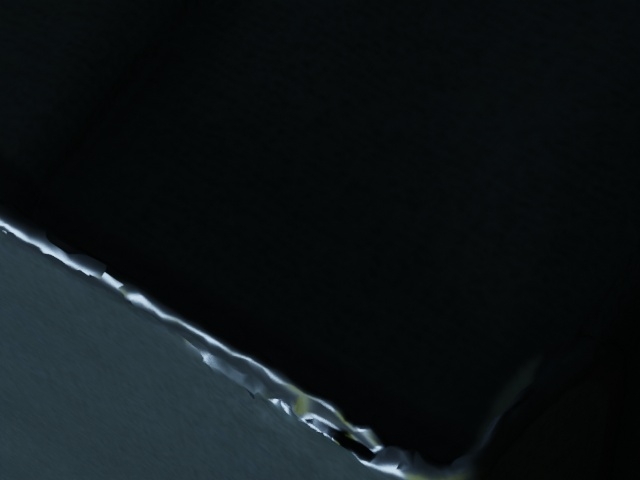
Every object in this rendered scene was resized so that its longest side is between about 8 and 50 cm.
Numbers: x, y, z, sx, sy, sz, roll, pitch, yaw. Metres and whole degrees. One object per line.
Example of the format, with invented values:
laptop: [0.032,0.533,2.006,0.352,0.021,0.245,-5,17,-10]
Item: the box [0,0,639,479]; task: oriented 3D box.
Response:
box: [0.000,0.001,0.606,0.251,0.204,0.345,29,159,19]
